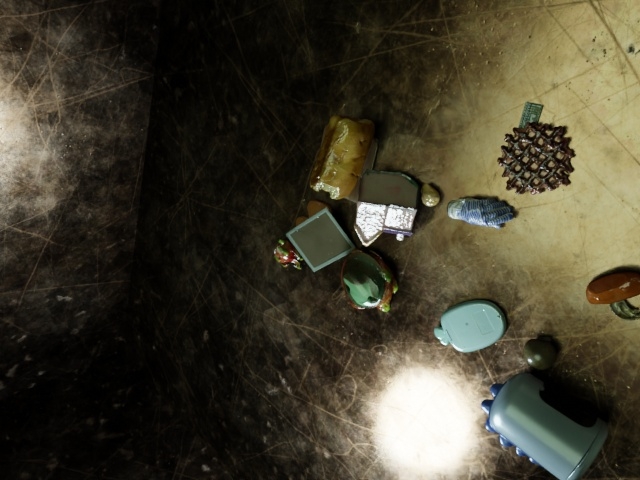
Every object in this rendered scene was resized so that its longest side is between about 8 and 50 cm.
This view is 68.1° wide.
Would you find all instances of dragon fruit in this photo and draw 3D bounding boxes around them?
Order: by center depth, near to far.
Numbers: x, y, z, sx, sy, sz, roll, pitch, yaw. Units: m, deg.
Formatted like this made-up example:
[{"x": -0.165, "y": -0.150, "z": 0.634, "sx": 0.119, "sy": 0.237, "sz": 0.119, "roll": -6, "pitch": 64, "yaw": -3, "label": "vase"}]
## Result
[{"x": 0.198, "y": 0.175, "z": 2.005, "sx": 0.268, "sy": 0.130, "sz": 0.295, "roll": -43, "pitch": 73, "yaw": 33, "label": "dragon fruit"}, {"x": -0.147, "y": 0.061, "z": 2.273, "sx": 0.174, "sy": 0.142, "sz": 0.139, "roll": 35, "pitch": 91, "yaw": -2, "label": "dragon fruit"}]

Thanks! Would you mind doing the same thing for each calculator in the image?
[{"x": 0.558, "y": 0.328, "z": 1.792, "sx": 0.295, "sy": 0.042, "sz": 0.184, "roll": -33, "pitch": 80, "yaw": 39, "label": "calculator"}]

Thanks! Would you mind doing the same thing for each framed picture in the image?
[{"x": 0.000, "y": 0.000, "z": 2.153, "sx": 0.296, "sy": 0.019, "sz": 0.232, "roll": -29, "pitch": 100, "yaw": 41, "label": "framed picture"}]

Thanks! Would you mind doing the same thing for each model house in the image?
[{"x": 0.254, "y": -0.118, "z": 1.850, "sx": 0.236, "sy": 0.203, "sz": 0.238, "roll": 6, "pitch": 136, "yaw": 3, "label": "model house"}]

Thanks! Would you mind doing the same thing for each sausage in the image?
[{"x": 0.890, "y": 0.145, "z": 1.437, "sx": 0.179, "sy": 0.089, "sz": 0.089, "roll": -31, "pitch": 81, "yaw": 45, "label": "sausage"}]

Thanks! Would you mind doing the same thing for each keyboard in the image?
[{"x": 0.667, "y": -0.356, "z": 1.539, "sx": 0.055, "sy": 0.014, "sz": 0.176, "roll": 23, "pitch": 116, "yaw": 30, "label": "keyboard"}]

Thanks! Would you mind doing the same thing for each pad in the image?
[{"x": 0.102, "y": -0.328, "z": 2.015, "sx": 0.283, "sy": 0.018, "sz": 0.287, "roll": 27, "pitch": 117, "yaw": 31, "label": "pad"}]

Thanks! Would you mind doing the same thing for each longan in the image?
[{"x": 0.750, "y": 0.379, "z": 1.617, "sx": 0.106, "sy": 0.106, "sz": 0.119, "roll": 18, "pitch": 74, "yaw": 35, "label": "longan"}]

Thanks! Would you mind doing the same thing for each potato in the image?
[{"x": 0.409, "y": -0.171, "z": 1.779, "sx": 0.068, "sy": 0.062, "sz": 0.084, "roll": -29, "pitch": 61, "yaw": 26, "label": "potato"}]

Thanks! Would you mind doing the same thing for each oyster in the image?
[{"x": 0.938, "y": 0.207, "z": 1.459, "sx": 0.080, "sy": 0.038, "sz": 0.084, "roll": -10, "pitch": 70, "yaw": 32, "label": "oyster"}]

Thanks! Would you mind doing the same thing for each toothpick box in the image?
[{"x": 0.727, "y": 0.613, "z": 1.593, "sx": 0.354, "sy": 0.262, "sz": 0.263, "roll": 35, "pitch": 121, "yaw": 30, "label": "toothpick box"}]

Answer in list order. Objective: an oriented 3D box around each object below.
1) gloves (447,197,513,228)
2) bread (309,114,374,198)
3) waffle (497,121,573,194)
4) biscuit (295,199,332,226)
[{"x": 0.557, "y": -0.096, "z": 1.658, "sx": 0.228, "sy": 0.097, "sz": 0.119, "roll": 4, "pitch": 134, "yaw": 34, "label": "gloves"}, {"x": 0.092, "y": -0.329, "z": 1.890, "sx": 0.149, "sy": 0.195, "sz": 0.344, "roll": 49, "pitch": 131, "yaw": 44, "label": "bread"}, {"x": 0.684, "y": -0.262, "z": 1.515, "sx": 0.221, "sy": 0.055, "sz": 0.235, "roll": -5, "pitch": 105, "yaw": 34, "label": "waffle"}, {"x": -0.037, "y": -0.098, "z": 2.182, "sx": 0.186, "sy": 0.036, "sz": 0.192, "roll": 28, "pitch": 118, "yaw": 33, "label": "biscuit"}]
